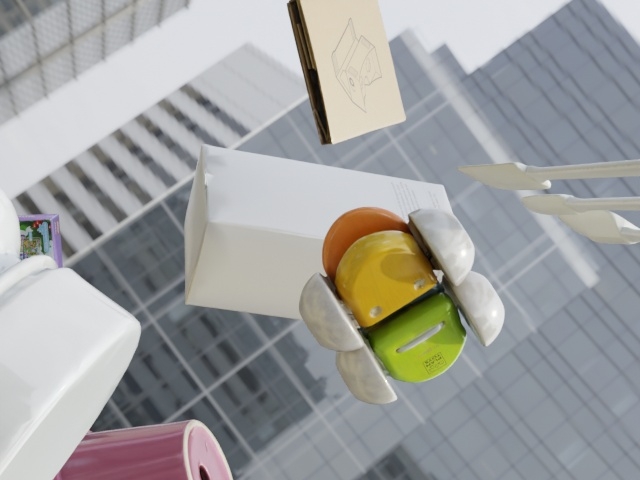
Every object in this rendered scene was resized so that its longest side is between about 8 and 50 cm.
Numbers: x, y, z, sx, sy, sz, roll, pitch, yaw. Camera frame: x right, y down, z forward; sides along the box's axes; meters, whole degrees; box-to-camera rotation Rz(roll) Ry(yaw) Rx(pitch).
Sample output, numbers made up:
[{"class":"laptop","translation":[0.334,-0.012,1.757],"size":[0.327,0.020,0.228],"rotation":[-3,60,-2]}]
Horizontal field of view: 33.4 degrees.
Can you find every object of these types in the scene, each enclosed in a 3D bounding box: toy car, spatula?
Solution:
[{"class":"toy car","translation":[0.064,0.046,0.971],"size":[0.182,0.159,0.136],"rotation":[58,0,-35]},{"class":"spatula","translation":[0.242,-0.031,0.871],"size":[0.168,0.019,0.242],"rotation":[29,-13,-25]}]

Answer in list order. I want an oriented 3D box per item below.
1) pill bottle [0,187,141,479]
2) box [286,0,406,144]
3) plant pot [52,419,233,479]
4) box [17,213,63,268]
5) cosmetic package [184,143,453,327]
[{"class":"pill bottle","translation":[-0.287,0.009,0.540],"size":[0.361,0.204,0.204],"rotation":[35,-16,3]},{"class":"box","translation":[0.035,-0.205,1.254],"size":[0.021,0.201,0.164],"rotation":[-11,-83,30]},{"class":"plant pot","translation":[-0.192,0.275,1.105],"size":[0.201,0.180,0.201],"rotation":[-20,90,-81]},{"class":"box","translation":[-0.451,0.113,1.458],"size":[0.057,0.201,0.293],"rotation":[-103,-168,-81]},{"class":"cosmetic package","translation":[0.000,0.000,1.495],"size":[0.197,0.366,0.155],"rotation":[-98,-160,-53]}]
